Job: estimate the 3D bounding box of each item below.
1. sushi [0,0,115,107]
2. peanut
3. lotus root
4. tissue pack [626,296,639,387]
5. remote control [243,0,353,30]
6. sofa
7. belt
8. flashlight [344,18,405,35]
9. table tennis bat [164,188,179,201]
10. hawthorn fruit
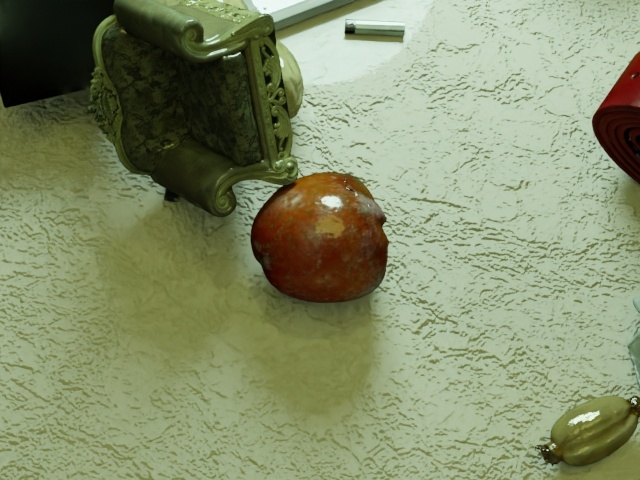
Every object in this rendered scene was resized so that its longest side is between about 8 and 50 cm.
[{"bbox_3d":[-0.335,-0.327,1.914,0.215,0.212,0.227,-14,113,-6],"label":"sushi"},{"bbox_3d":[-0.121,-0.261,1.949,0.123,0.123,0.257,-43,75,-16],"label":"peanut"},{"bbox_3d":[0.334,0.238,1.822,0.150,0.062,0.073,-26,96,-10],"label":"lotus root"},{"bbox_3d":[0.512,0.109,1.826,0.229,0.159,0.145,-9,70,-6],"label":"tissue pack"},{"bbox_3d":[0.001,-0.368,2.040,0.250,0.034,0.103,-23,73,-11],"label":"remote control"},{"bbox_3d":[-0.162,-0.169,1.800,0.182,0.258,0.200,-24,30,-27],"label":"sofa"},{"bbox_3d":[0.511,-0.114,1.871,0.324,0.227,0.115,32,74,10],"label":"belt"},{"bbox_3d":[0.074,-0.293,2.024,0.083,0.018,0.018,2,72,-2],"label":"flashlight"},{"bbox_3d":[-0.189,-0.126,1.953,0.095,0.014,0.158,6,69,-4],"label":"table tennis bat"},{"bbox_3d":[0.000,0.000,1.837,0.173,0.173,0.173,1,70,-3],"label":"hawthorn fruit"}]
